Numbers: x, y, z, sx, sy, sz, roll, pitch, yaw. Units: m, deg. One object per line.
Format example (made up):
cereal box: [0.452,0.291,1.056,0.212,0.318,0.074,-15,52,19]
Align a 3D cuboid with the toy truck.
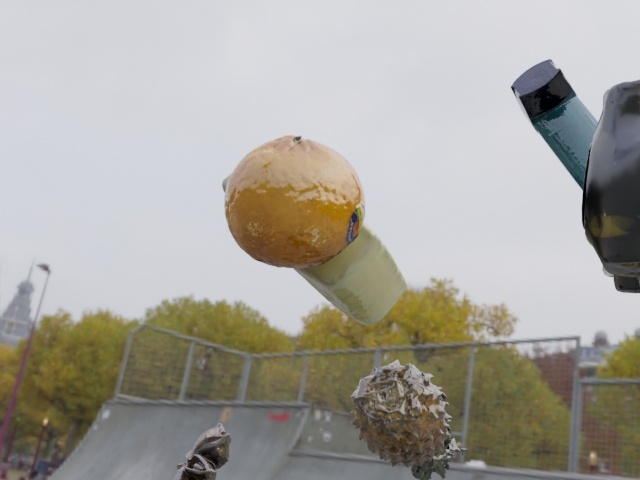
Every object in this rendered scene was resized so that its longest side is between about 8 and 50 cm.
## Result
toy truck: [0.414,-0.038,0.803,0.254,0.180,0.405,2,-7,22]

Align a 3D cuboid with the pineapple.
pineapple: [0.166,0.353,1.405,0.175,0.175,0.361,3,-35,21]

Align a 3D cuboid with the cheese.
cheese: [0.000,0.000,1.176,0.242,0.124,0.265,47,-1,24]

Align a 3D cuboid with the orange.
orange: [-0.031,-0.048,0.961,0.178,0.177,0.155,7,-44,8]

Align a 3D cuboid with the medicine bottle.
medicine bottle: [0.383,-0.145,1.142,0.079,0.258,0.124,-33,-32,12]

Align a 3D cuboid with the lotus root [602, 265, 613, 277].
lotus root: [0.674,0.033,1.680,0.081,0.112,0.122,22,-18,-4]

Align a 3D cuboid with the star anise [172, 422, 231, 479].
star anise: [-0.252,0.474,1.638,0.073,0.197,0.212,39,13,-7]
